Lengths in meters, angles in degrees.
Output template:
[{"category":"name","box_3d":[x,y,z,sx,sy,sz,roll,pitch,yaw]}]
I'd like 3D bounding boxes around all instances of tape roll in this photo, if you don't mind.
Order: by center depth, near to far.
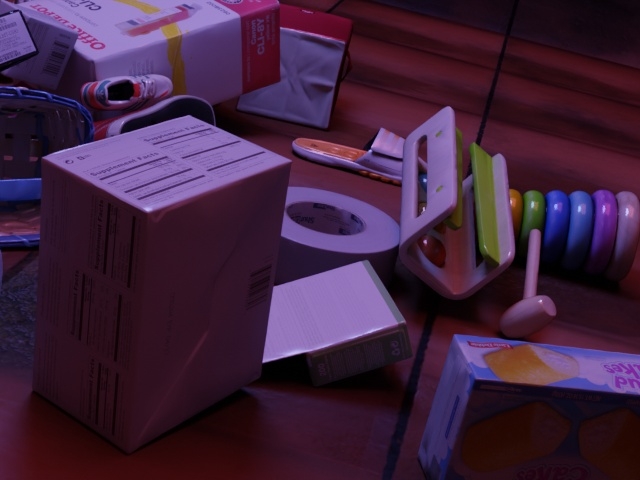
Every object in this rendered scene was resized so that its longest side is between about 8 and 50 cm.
[{"category":"tape roll","box_3d":[0.000,0.000,1.576,0.219,0.072,0.219,10,22,-4]}]

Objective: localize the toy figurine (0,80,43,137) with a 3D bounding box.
[{"category":"toy figurine","box_3d":[-0.501,-0.201,1.753,0.159,0.130,0.173,10,43,-31]}]

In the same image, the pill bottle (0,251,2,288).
[{"category":"pill bottle","box_3d":[-0.469,0.037,1.118,0.278,0.162,0.162,12,22,-1]}]

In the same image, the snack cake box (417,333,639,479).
[{"category":"snack cake box","box_3d":[0.248,0.192,1.154,0.264,0.152,0.089,7,24,-13]}]

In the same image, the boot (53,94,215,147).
[{"category":"boot","box_3d":[-0.292,-0.168,1.760,0.176,0.088,0.244,-2,12,35]}]

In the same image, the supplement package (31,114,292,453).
[{"category":"supplement package","box_3d":[-0.160,0.036,1.135,0.145,0.262,0.204,26,31,29]}]

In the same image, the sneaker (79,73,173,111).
[{"category":"sneaker","box_3d":[-0.285,-0.226,1.753,0.161,0.057,0.075,-11,10,-39]}]

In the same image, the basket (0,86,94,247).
[{"category":"basket","box_3d":[-0.392,-0.087,1.397,0.254,0.201,0.289,-2,17,-35]}]

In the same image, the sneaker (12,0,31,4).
[{"category":"sneaker","box_3d":[-0.587,-0.456,2.305,0.094,0.091,0.258,2,25,-25]}]

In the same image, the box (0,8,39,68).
[{"category":"box","box_3d":[-0.572,-0.200,1.501,0.295,0.073,0.293,-13,13,40]}]

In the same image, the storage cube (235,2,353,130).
[{"category":"storage cube","box_3d":[-0.047,-0.343,2.214,0.215,0.184,0.193,13,23,0]}]

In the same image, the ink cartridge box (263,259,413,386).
[{"category":"ink cartridge box","box_3d":[-0.028,0.107,1.337,0.235,0.056,0.171,-16,28,-6]}]

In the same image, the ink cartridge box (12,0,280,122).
[{"category":"ink cartridge box","box_3d":[-0.300,-0.335,1.958,0.384,0.160,0.279,-26,43,-35]}]

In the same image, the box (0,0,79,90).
[{"category":"box","box_3d":[-0.449,-0.301,1.751,0.087,0.101,0.102,33,13,37]}]

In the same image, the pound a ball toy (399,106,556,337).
[{"category":"pound a ball toy","box_3d":[0.201,-0.012,1.576,0.208,0.136,0.319,39,30,-21]}]

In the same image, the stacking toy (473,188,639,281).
[{"category":"stacking toy","box_3d":[0.315,-0.030,1.757,0.330,0.141,0.141,9,22,3]}]

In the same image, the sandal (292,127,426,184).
[{"category":"sandal","box_3d":[0.084,-0.160,1.993,0.265,0.076,0.102,13,23,-1]}]
